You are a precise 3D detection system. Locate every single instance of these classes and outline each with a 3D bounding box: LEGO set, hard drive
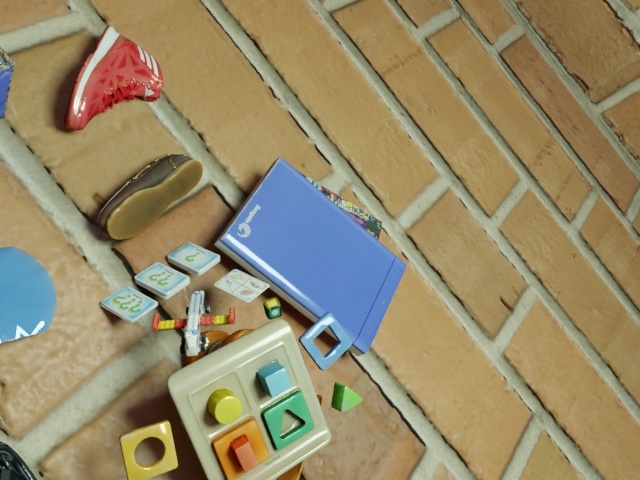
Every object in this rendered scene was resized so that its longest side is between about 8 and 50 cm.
[{"bbox_3d":[-0.179,0.074,0.855,0.244,0.060,0.182,22,42,31],"label":"LEGO set"},{"bbox_3d":[-0.004,0.026,1.045,0.318,0.040,0.210,40,55,-13],"label":"hard drive"}]

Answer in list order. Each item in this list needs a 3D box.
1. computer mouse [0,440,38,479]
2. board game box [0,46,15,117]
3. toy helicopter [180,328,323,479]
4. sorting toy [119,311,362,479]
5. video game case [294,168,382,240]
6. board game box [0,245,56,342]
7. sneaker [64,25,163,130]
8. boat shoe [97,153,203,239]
[{"bbox_3d":[-0.315,0.318,0.620,0.188,0.272,0.072,47,70,-9],"label":"computer mouse"},{"bbox_3d":[-0.603,-0.260,0.765,0.291,0.141,0.232,49,50,-4],"label":"board game box"},{"bbox_3d":[-0.105,0.311,0.865,0.235,0.140,0.355,28,65,-31],"label":"toy helicopter"},{"bbox_3d":[-0.085,0.230,0.780,0.347,0.047,0.196,-26,102,-24],"label":"sorting toy"},{"bbox_3d":[0.000,0.000,1.114,0.232,0.042,0.210,29,56,-20],"label":"video game case"},{"bbox_3d":[-0.445,0.080,0.782,0.168,0.033,0.133,-13,71,-43],"label":"board game box"},{"bbox_3d":[-0.333,-0.255,0.984,0.128,0.087,0.221,24,58,-22],"label":"sneaker"},{"bbox_3d":[-0.282,-0.076,0.949,0.073,0.073,0.207,23,43,22],"label":"boat shoe"}]
